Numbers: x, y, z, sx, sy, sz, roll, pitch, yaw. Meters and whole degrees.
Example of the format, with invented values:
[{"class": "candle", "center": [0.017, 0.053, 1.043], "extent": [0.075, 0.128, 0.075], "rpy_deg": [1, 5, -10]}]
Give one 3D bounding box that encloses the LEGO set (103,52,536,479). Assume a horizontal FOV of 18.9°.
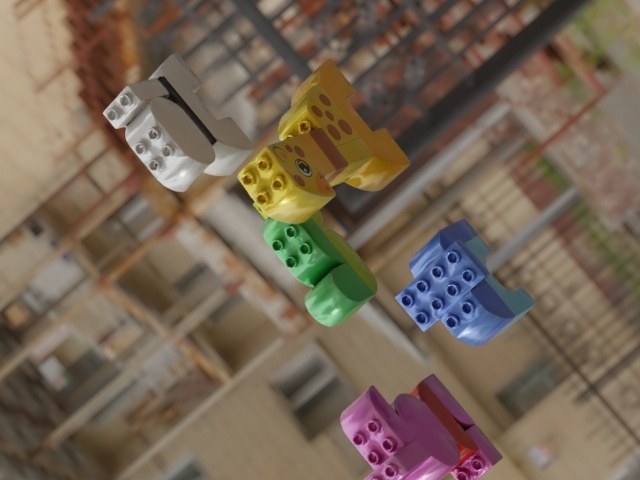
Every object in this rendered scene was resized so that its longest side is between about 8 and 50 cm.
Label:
[{"class": "LEGO set", "center": [0.000, 0.000, 0.778], "extent": [0.227, 0.087, 0.093], "rpy_deg": [51, -151, 9]}]
